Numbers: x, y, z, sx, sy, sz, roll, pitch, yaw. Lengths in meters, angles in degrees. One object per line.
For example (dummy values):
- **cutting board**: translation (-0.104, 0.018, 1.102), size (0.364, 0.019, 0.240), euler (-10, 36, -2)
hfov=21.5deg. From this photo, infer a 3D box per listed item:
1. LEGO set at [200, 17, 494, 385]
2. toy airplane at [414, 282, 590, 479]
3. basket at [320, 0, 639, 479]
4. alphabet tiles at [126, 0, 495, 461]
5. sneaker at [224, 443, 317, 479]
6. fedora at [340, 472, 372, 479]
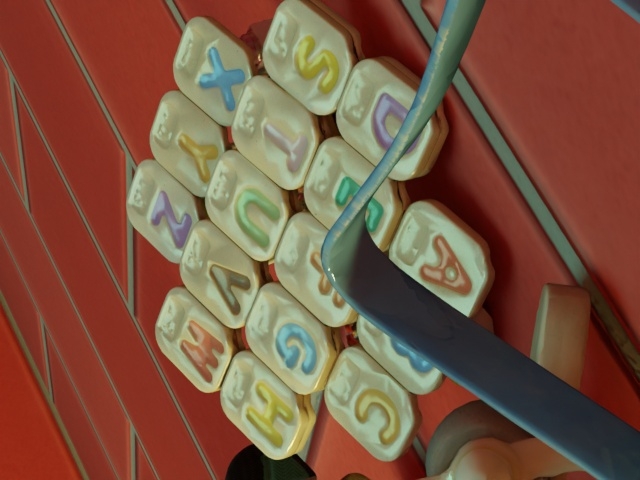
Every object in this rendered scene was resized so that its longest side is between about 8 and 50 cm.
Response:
- **LEGO set**: translation (0.000, 0.000, 1.098), size (0.287, 0.107, 0.132), euler (61, 162, 22)
- **toy airplane**: translation (0.085, 0.269, 0.877), size (0.384, 0.273, 0.386), euler (115, 155, -48)
- **basket**: translation (0.137, 0.044, 0.510), size (0.289, 0.201, 0.255), euler (34, 158, 2)
- **alphabet tiles**: translation (-0.020, -0.003, 1.058), size (0.278, 0.021, 0.284), euler (42, 126, 28)
- **sneaker**: translation (-0.015, 0.263, 1.262), size (0.098, 0.083, 0.223), euler (100, 148, -59)
- **fedora**: translation (0.071, 0.260, 1.262), size (0.194, 0.079, 0.194), euler (166, 90, -70)
